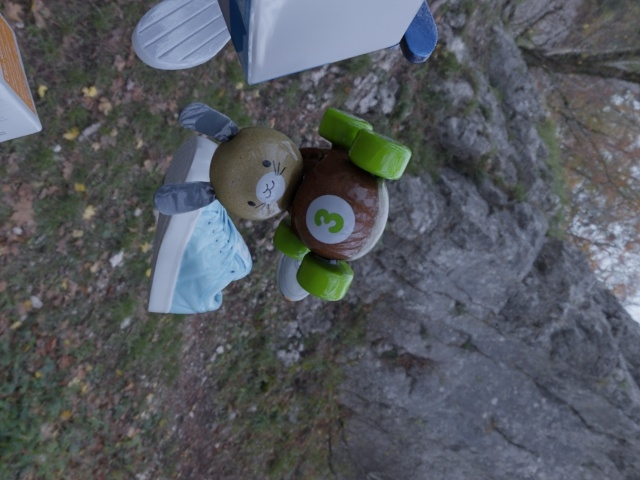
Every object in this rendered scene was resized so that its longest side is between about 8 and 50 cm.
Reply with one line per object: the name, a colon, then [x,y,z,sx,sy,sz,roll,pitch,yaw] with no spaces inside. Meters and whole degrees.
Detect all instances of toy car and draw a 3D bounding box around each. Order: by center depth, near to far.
toy car: [-0.044,-0.052,0.467,0.154,0.189,0.149,-66,-149,18]

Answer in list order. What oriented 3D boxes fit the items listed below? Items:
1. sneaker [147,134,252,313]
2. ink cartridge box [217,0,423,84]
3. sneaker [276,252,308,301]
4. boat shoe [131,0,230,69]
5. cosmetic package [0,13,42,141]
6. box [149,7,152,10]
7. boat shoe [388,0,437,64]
sneaker: [-0.168,-0.009,0.779,0.366,0.150,0.135,122,-33,-49]
ink cartridge box: [-0.025,-0.348,0.532,0.198,0.269,0.197,-20,175,-11]
sneaker: [0.000,0.000,1.002,0.262,0.099,0.121,-60,-172,-6]
boat shoe: [-0.235,-0.409,0.997,0.119,0.121,0.335,-9,-151,45]
cosmetic package: [-0.597,-0.333,0.738,0.162,0.229,0.453,-19,169,-10]
box: [-0.469,-0.642,1.524,0.018,0.067,0.083,-66,158,-73]
boat shoe: [0.212,-0.494,1.202,0.089,0.109,0.258,131,-29,-52]
